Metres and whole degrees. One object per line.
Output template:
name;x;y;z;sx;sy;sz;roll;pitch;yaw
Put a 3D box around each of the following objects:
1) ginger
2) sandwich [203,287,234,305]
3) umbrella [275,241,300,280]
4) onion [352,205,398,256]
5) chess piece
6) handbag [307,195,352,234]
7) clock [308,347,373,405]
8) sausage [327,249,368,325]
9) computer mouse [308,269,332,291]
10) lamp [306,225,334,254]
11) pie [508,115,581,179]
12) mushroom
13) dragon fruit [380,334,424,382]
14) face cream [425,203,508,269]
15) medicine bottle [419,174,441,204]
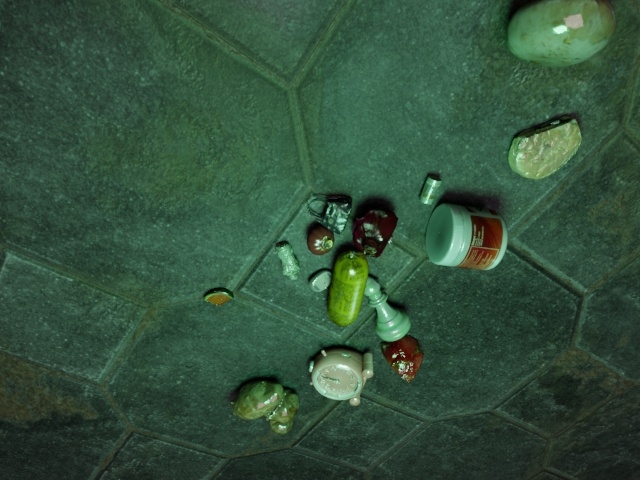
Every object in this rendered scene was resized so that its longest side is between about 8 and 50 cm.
ginger;-0.205;0.698;1.729;0.244;0.155;0.304;-42;116;17
sandwich;-0.370;0.202;1.481;0.101;0.026;0.069;-27;125;14
umbrella;-0.108;0.074;1.408;0.067;0.062;0.144;-29;118;-25
onion;0.156;-0.021;1.306;0.135;0.198;0.173;25;124;14
chess piece;0.220;0.228;1.514;0.139;0.139;0.272;-27;109;11
handbag;0.025;-0.090;1.314;0.139;0.072;0.115;14;121;-9
clock;0.071;0.531;1.676;0.241;0.142;0.227;14;119;-3
sausage;0.094;0.173;1.446;0.123;0.123;0.347;3;126;-8
computer mouse;0.000;0.143;1.474;0.096;0.039;0.066;-42;119;-2
lamp;0.000;0.000;1.356;0.101;0.090;0.101;-16;116;-35
pie;0.696;-0.275;1.279;0.218;0.052;0.185;-19;120;3
mushroom;0.592;-0.555;1.010;0.243;0.243;0.244;-3;122;-4
dragon fruit;0.333;0.465;1.646;0.127;0.161;0.120;29;117;-33
face cream;0.468;-0.011;1.331;0.187;0.201;0.201;7;121;-10
medicine bottle;0.350;-0.162;1.316;0.047;0.047;0.083;9;120;-11
